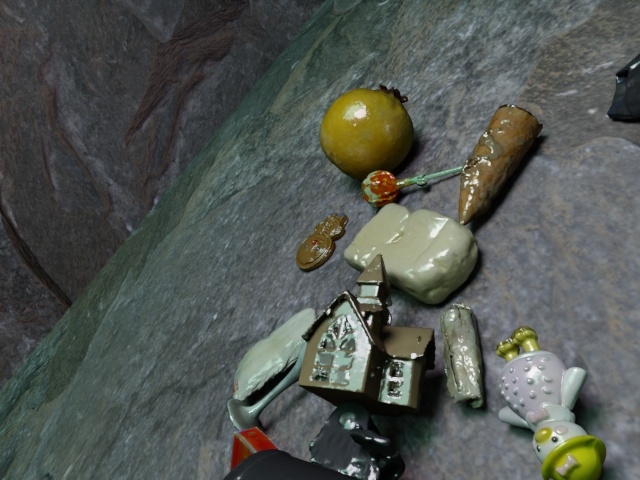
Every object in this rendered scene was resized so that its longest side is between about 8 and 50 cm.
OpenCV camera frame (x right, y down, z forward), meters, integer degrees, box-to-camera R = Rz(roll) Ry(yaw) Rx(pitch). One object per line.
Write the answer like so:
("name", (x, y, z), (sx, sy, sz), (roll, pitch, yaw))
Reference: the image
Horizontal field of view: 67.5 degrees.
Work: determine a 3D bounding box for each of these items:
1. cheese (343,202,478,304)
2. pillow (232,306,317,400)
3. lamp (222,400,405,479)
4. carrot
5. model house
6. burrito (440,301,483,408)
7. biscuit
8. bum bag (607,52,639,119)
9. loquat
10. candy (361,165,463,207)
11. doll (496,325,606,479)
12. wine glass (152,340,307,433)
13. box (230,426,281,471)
("cheese", (0.168, 0.020, 0.899), (0.159, 0.093, 0.263), (-55, 33, -9))
("pillow", (-0.093, 0.236, 0.997), (0.229, 0.051, 0.128), (-39, 24, 9))
("lamp", (-0.005, 0.376, 0.538), (0.374, 0.205, 0.272), (-41, 32, -24))
("carrot", (0.321, -0.133, 0.899), (0.102, 0.102, 0.263), (9, 64, 54))
("model house", (0.092, 0.131, 0.748), (0.176, 0.181, 0.248), (-2, 61, 29))
("burrito", (0.211, 0.164, 0.722), (0.058, 0.045, 0.188), (-5, 41, 13))
("biscuit", (0.000, 0.000, 1.189), (0.124, 0.026, 0.175), (11, 62, 54))
("bum bag", (0.570, -0.230, 0.725), (0.137, 0.074, 0.310), (-55, 23, 9))
("loquat", (0.117, -0.270, 1.176), (0.244, 0.244, 0.244), (-31, 34, 23))
("candy", (0.223, -0.133, 1.056), (0.287, 0.084, 0.078), (-11, 47, 29))
("doll", (0.269, 0.202, 0.570), (0.129, 0.081, 0.207), (-50, 27, 32))
("wine glass", (-0.075, 0.186, 0.825), (0.309, 0.264, 0.096), (-43, 40, 4))
("box", (-0.086, 0.389, 0.761), (0.175, 0.048, 0.112), (14, 99, 54))
